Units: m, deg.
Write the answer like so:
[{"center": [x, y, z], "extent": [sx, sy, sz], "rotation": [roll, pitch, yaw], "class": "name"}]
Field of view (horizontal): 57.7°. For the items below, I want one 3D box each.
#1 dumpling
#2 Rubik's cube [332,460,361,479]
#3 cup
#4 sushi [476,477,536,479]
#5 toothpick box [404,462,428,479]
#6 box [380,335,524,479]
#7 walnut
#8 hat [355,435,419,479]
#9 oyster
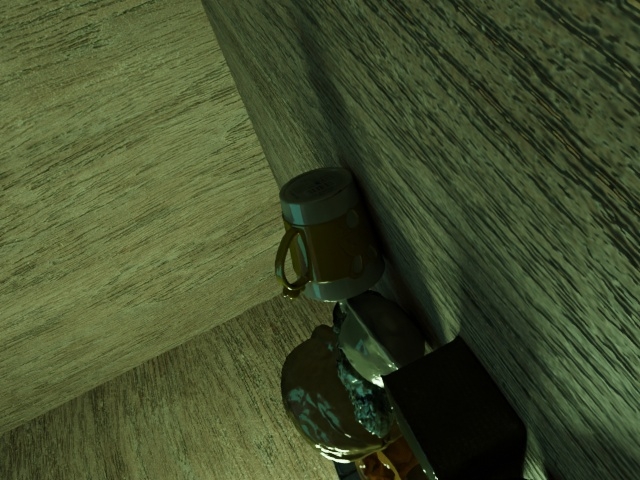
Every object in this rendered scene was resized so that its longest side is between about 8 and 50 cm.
[{"center": [0.139, 0.198, 1.177], "extent": [0.293, 0.163, 0.205], "rotation": [53, 151, 23], "class": "dumpling"}, {"center": [0.263, 0.815, 1.877], "extent": [0.344, 0.344, 0.337], "rotation": [64, 176, -19], "class": "Rubik's cube"}, {"center": [0.000, 0.000, 1.129], "extent": [0.185, 0.241, 0.226], "rotation": [15, 132, 42], "class": "cup"}, {"center": [0.308, 0.483, 0.760], "extent": [0.344, 0.196, 0.182], "rotation": [68, -165, 12], "class": "sushi"}, {"center": [0.295, 0.598, 1.188], "extent": [0.192, 0.192, 0.294], "rotation": [69, 174, -51], "class": "toothpick box"}, {"center": [0.214, 0.307, 0.938], "extent": [0.184, 0.143, 0.273], "rotation": [58, 173, 40], "class": "box"}, {"center": [0.080, 0.390, 1.538], "extent": [0.381, 0.381, 0.381], "rotation": [63, 175, 10], "class": "walnut"}, {"center": [0.250, 0.617, 1.681], "extent": [0.233, 0.233, 0.244], "rotation": [54, 149, 29], "class": "hat"}, {"center": [0.118, 0.275, 1.315], "extent": [0.158, 0.162, 0.351], "rotation": [36, -141, -44], "class": "oyster"}]
